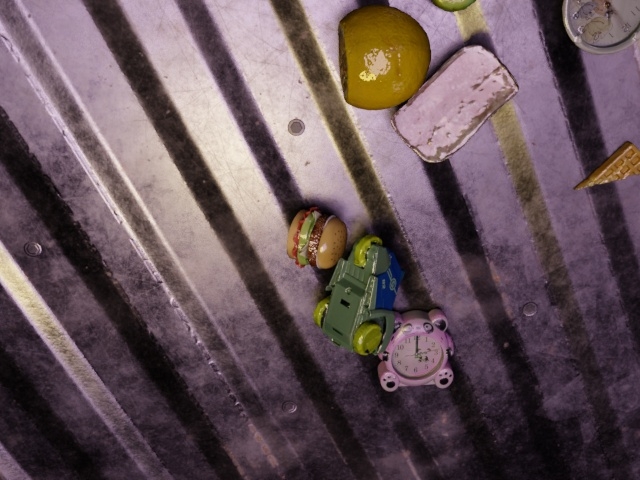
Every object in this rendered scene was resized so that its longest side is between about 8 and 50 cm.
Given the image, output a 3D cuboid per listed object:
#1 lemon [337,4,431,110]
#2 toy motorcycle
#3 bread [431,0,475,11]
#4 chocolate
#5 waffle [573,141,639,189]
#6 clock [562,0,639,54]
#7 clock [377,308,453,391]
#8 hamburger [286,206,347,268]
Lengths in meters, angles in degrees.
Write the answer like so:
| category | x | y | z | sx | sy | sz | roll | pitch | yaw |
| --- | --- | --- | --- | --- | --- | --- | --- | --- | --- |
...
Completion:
| category | x | y | z | sx | sy | sz | roll | pitch | yaw |
| --- | --- | --- | --- | --- | --- | --- | --- | --- | --- |
| lemon | 0.154 | -0.428 | 1.542 | 0.219 | 0.240 | 0.240 | -6 | 114 | -4 |
| toy motorcycle | 0.134 | 0.140 | 1.818 | 0.200 | 0.191 | 0.326 | 2 | 110 | -46 |
| bread | 0.320 | -0.615 | 1.558 | 0.130 | 0.071 | 0.139 | 0 | 115 | -1 |
| chocolate | 0.334 | -0.344 | 1.664 | 0.303 | 0.100 | 0.185 | -44 | 99 | 12 |
| waffle | 0.812 | -0.170 | 1.812 | 0.125 | 0.032 | 0.191 | 37 | 109 | -20 |
| clock | 0.701 | -0.578 | 1.609 | 0.237 | 0.053 | 0.236 | -2 | 112 | -5 |
| clock | 0.283 | 0.325 | 1.961 | 0.228 | 0.090 | 0.247 | -3 | 112 | -2 |
| hamburger | -0.001 | -0.002 | 1.746 | 0.137 | 0.175 | 0.175 | 14 | 115 | 21 |
